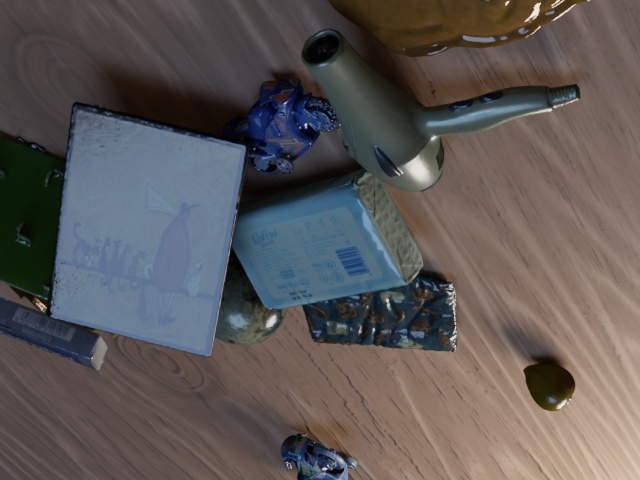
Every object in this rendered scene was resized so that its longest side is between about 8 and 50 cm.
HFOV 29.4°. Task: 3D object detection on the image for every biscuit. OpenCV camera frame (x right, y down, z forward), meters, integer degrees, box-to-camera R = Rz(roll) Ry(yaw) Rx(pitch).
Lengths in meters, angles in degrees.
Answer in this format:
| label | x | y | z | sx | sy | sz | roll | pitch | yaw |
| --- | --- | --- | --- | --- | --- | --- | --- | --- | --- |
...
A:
| label | x | y | z | sx | sy | sz | roll | pitch | yaw |
| --- | --- | --- | --- | --- | --- | --- | --- | --- | --- |
| biscuit | 0.138 | -0.335 | 1.351 | 0.351 | 0.057 | 0.312 | -2 | 139 | 29 |

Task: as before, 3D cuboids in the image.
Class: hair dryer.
| label | x | y | z | sx | sy | sz | roll | pitch | yaw |
| --- | --- | --- | --- | --- | --- | --- | --- | --- | --- |
| hair dryer | 0.115 | -0.182 | 1.489 | 0.296 | 0.119 | 0.298 | 25 | 143 | -35 |

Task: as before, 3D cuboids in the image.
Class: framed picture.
| label | x | y | z | sx | sy | sz | roll | pitch | yaw |
| --- | --- | --- | --- | --- | --- | --- | --- | --- | --- |
| framed picture | -0.251 | -0.010 | 1.733 | 0.255 | 0.014 | 0.339 | 14 | 112 | 4 |

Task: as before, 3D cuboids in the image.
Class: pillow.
| label | x | y | z | sx | sy | sz | roll | pitch | yaw |
| --- | --- | --- | --- | --- | --- | --- | --- | --- | --- |
| pillow | 0.091 | 0.111 | 1.942 | 0.255 | 0.034 | 0.189 | 5 | 141 | 14 |

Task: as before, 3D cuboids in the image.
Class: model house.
| label | x | y | z | sx | sy | sz | roll | pitch | yaw |
| --- | --- | --- | --- | --- | --- | --- | --- | --- | --- |
| model house | -0.450 | 0.042 | 1.978 | 0.357 | 0.242 | 0.313 | 21 | 147 | -3 |

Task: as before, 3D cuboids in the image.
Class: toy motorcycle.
| label | x | y | z | sx | sy | sz | roll | pitch | yaw |
| --- | --- | --- | --- | --- | --- | --- | --- | --- | --- |
| toy motorcycle | -0.008 | 0.443 | 2.386 | 0.135 | 0.092 | 0.254 | 21 | 154 | 15 |
| toy motorcycle | -0.057 | -0.158 | 1.663 | 0.114 | 0.076 | 0.205 | 43 | 141 | -13 |

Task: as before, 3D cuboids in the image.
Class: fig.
| label | x | y | z | sx | sy | sz | roll | pitch | yaw |
| --- | --- | --- | --- | --- | --- | --- | --- | --- | --- |
| fig | 0.362 | 0.229 | 1.942 | 0.088 | 0.074 | 0.074 | 40 | 147 | 17 |

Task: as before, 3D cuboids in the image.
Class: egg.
| label | x | y | z | sx | sy | sz | roll | pitch | yaw |
| --- | --- | --- | --- | --- | --- | --- | --- | --- | --- |
| egg | -0.135 | 0.094 | 1.963 | 0.181 | 0.141 | 0.141 | 16 | 148 | 40 |

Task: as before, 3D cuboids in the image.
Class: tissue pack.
| label | x | y | z | sx | sy | sz | roll | pitch | yaw |
| --- | --- | --- | --- | --- | --- | --- | --- | --- | --- |
| tissue pack | 0.000 | 0.000 | 1.794 | 0.263 | 0.089 | 0.177 | -13 | 113 | 38 |

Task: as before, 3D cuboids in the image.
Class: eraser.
| label | x | y | z | sx | sy | sz | roll | pitch | yaw |
| --- | --- | --- | --- | --- | --- | --- | --- | --- | --- |
| eraser | -0.446 | 0.142 | 1.936 | 0.212 | 0.046 | 0.092 | 21 | 163 | 4 |
